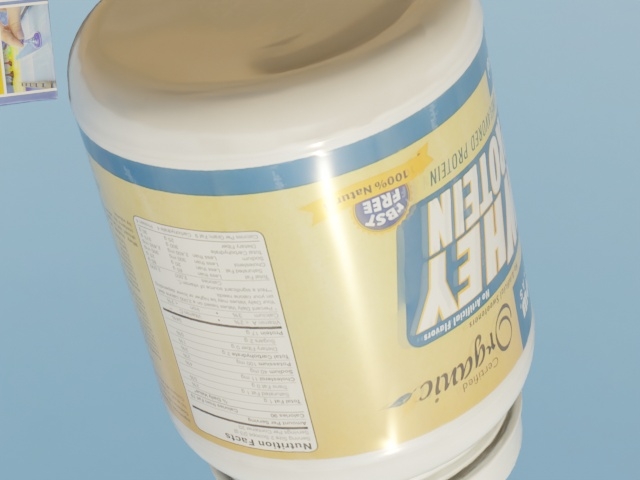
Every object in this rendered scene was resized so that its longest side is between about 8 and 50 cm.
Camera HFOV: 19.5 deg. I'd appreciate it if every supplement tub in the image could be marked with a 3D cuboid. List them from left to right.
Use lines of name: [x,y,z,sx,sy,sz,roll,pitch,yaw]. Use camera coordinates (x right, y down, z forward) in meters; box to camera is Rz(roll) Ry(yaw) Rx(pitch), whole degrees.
supplement tub: [0.000,0.000,0.676,0.144,0.200,0.144,-10,-147,6]

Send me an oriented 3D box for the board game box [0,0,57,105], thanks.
board game box: [-0.222,-0.170,1.017,0.136,0.201,0.035,-8,-168,-23]
